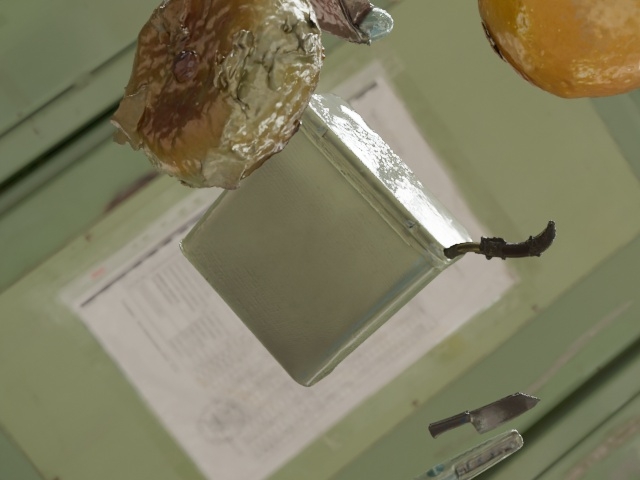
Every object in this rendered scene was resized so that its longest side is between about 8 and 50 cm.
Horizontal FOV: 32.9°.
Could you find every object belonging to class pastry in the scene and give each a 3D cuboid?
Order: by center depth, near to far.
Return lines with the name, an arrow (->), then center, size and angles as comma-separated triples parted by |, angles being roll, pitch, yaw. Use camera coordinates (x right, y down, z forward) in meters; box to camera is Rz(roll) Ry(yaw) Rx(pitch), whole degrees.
pastry -> -0.112, -0.177, 1.125 | 0.121, 0.257, 0.236 | 19, 18, -42

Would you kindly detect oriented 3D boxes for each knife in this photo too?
knife -> 0.252, 0.010, 1.520 | 0.222, 0.021, 0.045 | -15, -88, 54
knife -> 0.314, 0.338, 2.067 | 0.060, 0.230, 0.028 | 57, 26, -14

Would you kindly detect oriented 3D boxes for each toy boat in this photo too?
toy boat -> 0.008, -0.338, 1.366 | 0.227, 0.085, 0.155 | 33, -17, 41

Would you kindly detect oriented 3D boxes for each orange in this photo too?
orange -> 0.261, -0.244, 1.045 | 0.219, 0.219, 0.193 | 51, -7, 10

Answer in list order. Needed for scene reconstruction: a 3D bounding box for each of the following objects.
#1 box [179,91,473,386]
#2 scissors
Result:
box -> 0.000, 0.000, 1.768 | 0.352, 0.344, 0.177 | 48, 20, 8
scissors -> 0.167, 0.355, 1.588 | 0.041, 0.289, 0.138 | 63, -1, -9
